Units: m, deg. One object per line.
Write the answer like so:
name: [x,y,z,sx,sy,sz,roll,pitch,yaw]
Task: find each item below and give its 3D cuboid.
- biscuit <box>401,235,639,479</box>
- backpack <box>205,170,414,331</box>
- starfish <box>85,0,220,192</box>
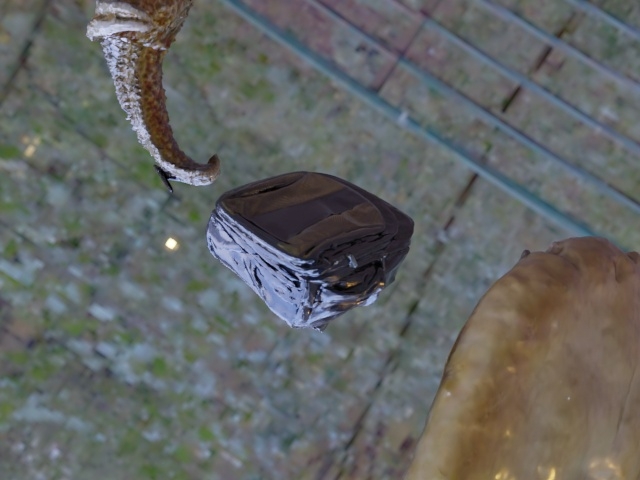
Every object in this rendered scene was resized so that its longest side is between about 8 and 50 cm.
biscuit: [0.225,0.220,1.382,0.104,0.446,0.429,15,170,41]
backpack: [0.000,0.000,1.659,0.206,0.133,0.258,38,-141,25]
starfish: [-0.133,-0.191,1.194,0.113,0.303,0.312,2,-172,-8]
